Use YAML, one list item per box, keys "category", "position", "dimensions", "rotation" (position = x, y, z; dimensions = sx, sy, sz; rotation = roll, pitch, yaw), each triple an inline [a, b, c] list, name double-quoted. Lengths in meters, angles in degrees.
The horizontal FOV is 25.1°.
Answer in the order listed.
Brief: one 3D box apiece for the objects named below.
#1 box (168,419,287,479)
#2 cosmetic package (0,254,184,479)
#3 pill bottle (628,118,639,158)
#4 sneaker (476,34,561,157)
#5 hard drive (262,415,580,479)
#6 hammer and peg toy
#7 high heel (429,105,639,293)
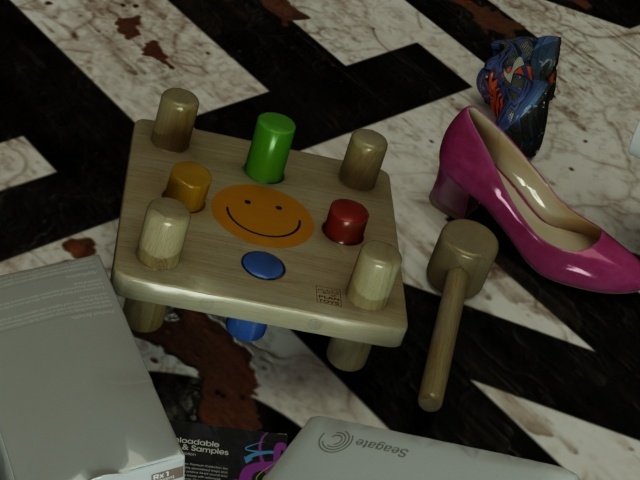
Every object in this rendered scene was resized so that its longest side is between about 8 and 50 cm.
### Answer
- category: "box"
  position: [-0.086, 0.212, 1.119]
  dimensions: [0.116, 0.029, 0.162]
  rotation: [9, 42, -6]
- category: "cosmetic package"
  position: [-0.195, 0.128, 1.100]
  dimensions: [0.127, 0.107, 0.238]
  rotation: [-11, 45, -17]
- category: "pill bottle"
  position: [0.417, -0.079, 1.407]
  dimensions: [0.215, 0.117, 0.117]
  rotation: [26, 41, 14]
- category: "sneaker"
  position: [0.215, -0.161, 1.612]
  dimensions: [0.087, 0.083, 0.221]
  rotation: [8, 34, 12]
- category: "hard drive"
  position: [0.000, 0.268, 0.961]
  dimensions: [0.233, 0.047, 0.353]
  rotation: [7, 41, 35]
- category: "hammer and peg toy"
  position: [0.000, 0.000, 1.287]
  dimensions: [0.361, 0.127, 0.266]
  rotation: [12, 34, -9]
- category: "high heel"
  position: [0.227, -0.040, 1.435]
  dimensions: [0.244, 0.117, 0.082]
  rotation: [32, 43, 18]
